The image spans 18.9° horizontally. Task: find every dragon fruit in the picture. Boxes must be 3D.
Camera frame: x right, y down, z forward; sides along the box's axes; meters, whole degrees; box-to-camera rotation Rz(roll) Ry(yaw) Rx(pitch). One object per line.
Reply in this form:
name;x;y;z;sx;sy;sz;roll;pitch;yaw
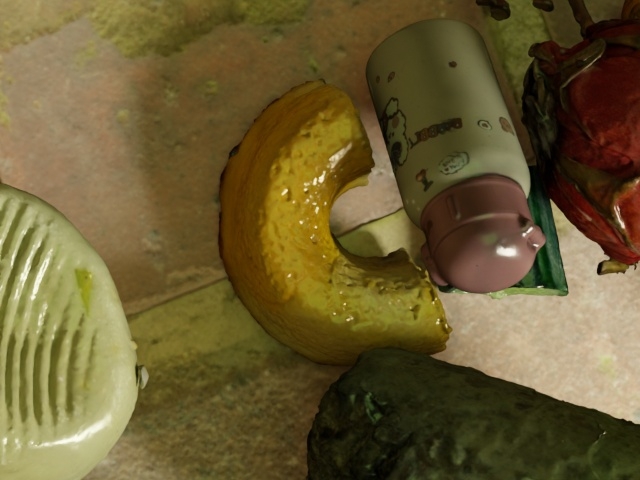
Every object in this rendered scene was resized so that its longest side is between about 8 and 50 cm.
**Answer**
dragon fruit;0.233;-0.101;1.607;0.148;0.224;0.218;17;62;-9

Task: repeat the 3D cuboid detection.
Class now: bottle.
bottle;0.113;-0.064;1.580;0.110;0.110;0.233;-4;56;-15

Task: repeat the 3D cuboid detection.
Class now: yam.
yam;0.140;0.204;1.525;0.300;0.195;0.195;16;79;12

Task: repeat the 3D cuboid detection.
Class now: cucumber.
cucumber;0.157;-0.004;1.660;0.116;0.062;0.115;-7;81;-17

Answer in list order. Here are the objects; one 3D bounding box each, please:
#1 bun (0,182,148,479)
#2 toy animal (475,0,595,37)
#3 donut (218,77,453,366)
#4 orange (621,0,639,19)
bun;-0.270;0.092;1.487;0.259;0.160;0.259;8;73;-28
toy animal;0.235;-0.283;1.709;0.149;0.054;0.275;35;63;14
donut;-0.002;0.006;1.604;0.152;0.101;0.259;-27;95;-10
orange;0.309;-0.197;1.711;0.084;0.083;0.083;2;84;-15
